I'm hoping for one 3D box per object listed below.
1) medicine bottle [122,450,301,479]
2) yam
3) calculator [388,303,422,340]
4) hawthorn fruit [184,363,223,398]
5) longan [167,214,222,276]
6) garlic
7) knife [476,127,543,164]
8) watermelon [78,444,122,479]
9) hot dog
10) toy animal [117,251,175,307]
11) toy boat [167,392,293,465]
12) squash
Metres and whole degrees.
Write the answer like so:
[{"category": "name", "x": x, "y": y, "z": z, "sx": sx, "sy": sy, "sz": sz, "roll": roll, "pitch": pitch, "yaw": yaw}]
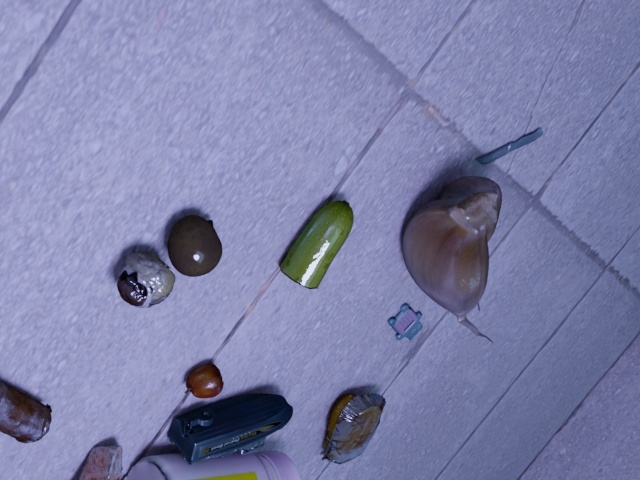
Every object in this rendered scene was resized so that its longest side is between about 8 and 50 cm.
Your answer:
[{"category": "medicine bottle", "x": -0.237, "y": 0.574, "z": 1.697, "sx": 0.379, "sy": 0.213, "sz": 0.213, "roll": 9, "pitch": 115, "yaw": -46}, {"category": "yam", "x": -0.528, "y": 0.293, "z": 1.306, "sx": 0.079, "sy": 0.079, "sz": 0.141, "roll": -42, "pitch": 139, "yaw": -6}, {"category": "calculator", "x": 0.222, "y": 0.214, "z": 1.959, "sx": 0.094, "sy": 0.019, "sz": 0.141, "roll": -48, "pitch": 141, "yaw": -3}, {"category": "hawthorn fruit", "x": -0.238, "y": 0.291, "z": 1.573, "sx": 0.077, "sy": 0.077, "sz": 0.077, "roll": -24, "pitch": 136, "yaw": -26}, {"category": "longan", "x": -0.219, "y": 0.008, "z": 1.336, "sx": 0.113, "sy": 0.092, "sz": 0.113, "roll": -3, "pitch": 94, "yaw": -55}, {"category": "garlic", "x": 0.328, "y": 0.016, "z": 1.722, "sx": 0.231, "sy": 0.246, "sz": 0.340, "roll": -33, "pitch": 125, "yaw": -33}, {"category": "knife", "x": 0.447, "y": -0.219, "z": 1.800, "sx": 0.210, "sy": 0.015, "sz": 0.028, "roll": -26, "pitch": 143, "yaw": -22}, {"category": "watermelon", "x": -0.440, "y": 0.521, "z": 1.542, "sx": 0.154, "sy": 0.094, "sz": 0.241, "roll": 3, "pitch": 98, "yaw": -61}, {"category": "hot dog", "x": 0.083, "y": 0.495, "z": 2.025, "sx": 0.163, "sy": 0.082, "sz": 0.270, "roll": -10, "pitch": 135, "yaw": -29}, {"category": "toy animal", "x": -0.300, "y": 0.076, "z": 1.324, "sx": 0.098, "sy": 0.098, "sz": 0.137, "roll": -40, "pitch": 162, "yaw": -8}, {"category": "toy boat", "x": -0.184, "y": 0.410, "z": 1.682, "sx": 0.296, "sy": 0.114, "sz": 0.122, "roll": -9, "pitch": 121, "yaw": -37}, {"category": "squash", "x": 0.000, "y": 0.000, "z": 1.530, "sx": 0.095, "sy": 0.095, "sz": 0.188, "roll": 19, "pitch": 105, "yaw": -48}]
